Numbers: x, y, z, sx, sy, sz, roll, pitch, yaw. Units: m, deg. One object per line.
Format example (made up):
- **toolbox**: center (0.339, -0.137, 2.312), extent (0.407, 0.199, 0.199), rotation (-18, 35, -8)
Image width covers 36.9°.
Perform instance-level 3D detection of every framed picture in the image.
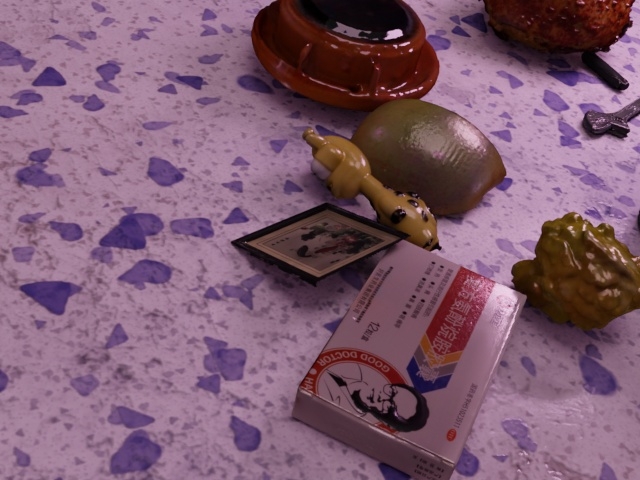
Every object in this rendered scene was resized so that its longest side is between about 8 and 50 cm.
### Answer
- **framed picture**: center (0.000, 0.000, 1.421), extent (0.195, 0.010, 0.199), rotation (-23, 32, -36)

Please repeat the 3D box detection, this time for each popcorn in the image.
- **popcorn**: center (0.389, 0.054, 1.428), extent (0.197, 0.156, 0.197), rotation (22, 22, -9)

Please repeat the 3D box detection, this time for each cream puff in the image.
- **cream puff**: center (0.506, -0.540, 2.063), extent (0.350, 0.229, 0.350), rotation (1, 34, -1)

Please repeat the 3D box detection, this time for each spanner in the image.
- **spanner**: center (0.634, -0.268, 1.962), extent (0.093, 0.026, 0.325), rotation (37, 43, 25)

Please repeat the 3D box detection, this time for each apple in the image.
- **apple**: center (0.168, -0.140, 1.606), extent (0.265, 0.120, 0.193), rotation (25, 52, 16)

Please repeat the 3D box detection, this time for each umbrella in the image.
- **umbrella**: center (0.611, -0.364, 2.058), extent (0.036, 0.031, 0.133), rotation (-14, 49, -28)

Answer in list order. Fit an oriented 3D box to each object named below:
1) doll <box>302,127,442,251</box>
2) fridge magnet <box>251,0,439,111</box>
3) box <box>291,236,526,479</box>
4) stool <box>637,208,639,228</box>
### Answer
- **doll**: center (0.075, -0.080, 1.516), extent (0.291, 0.117, 0.086), rotation (41, 90, 22)
- **fridge magnet**: center (0.051, -0.371, 1.796), extent (0.363, 0.155, 0.364), rotation (10, 40, -8)
- **box**: center (0.131, 0.151, 1.299), extent (0.214, 0.069, 0.353), rotation (25, 43, 11)
- **stool**: center (0.703, -0.119, 1.575), extent (0.297, 0.330, 0.297), rotation (8, 41, -7)
